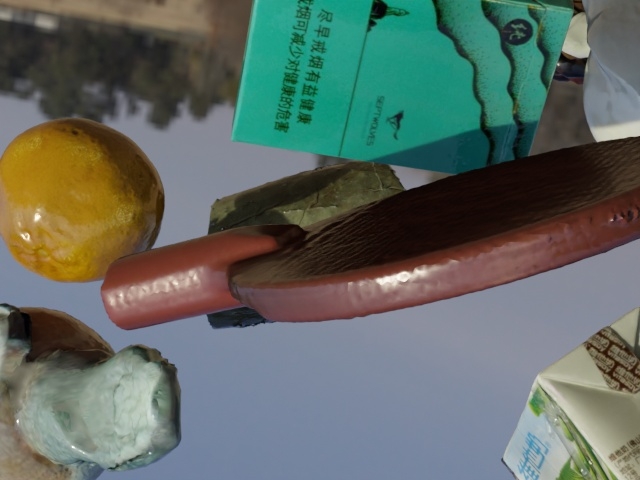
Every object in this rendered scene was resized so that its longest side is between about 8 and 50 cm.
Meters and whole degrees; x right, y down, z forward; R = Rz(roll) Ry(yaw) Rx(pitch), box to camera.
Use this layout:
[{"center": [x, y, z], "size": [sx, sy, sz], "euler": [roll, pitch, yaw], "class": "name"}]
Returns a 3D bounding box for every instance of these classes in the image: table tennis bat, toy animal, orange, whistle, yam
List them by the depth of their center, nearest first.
[{"center": [0.041, -0.002, 0.996], "size": [0.414, 0.051, 0.268], "euler": [-12, -170, 30], "class": "table tennis bat"}, {"center": [-0.212, 0.149, 1.427], "size": [0.189, 0.189, 0.348], "euler": [5, 174, -41], "class": "whistle"}, {"center": [-0.220, -0.031, 1.464], "size": [0.159, 0.159, 0.136], "euler": [13, -136, 17], "class": "orange"}, {"center": [0.309, -0.172, 1.508], "size": [0.174, 0.249, 0.289], "euler": [-11, -176, 9], "class": "toy animal"}, {"center": [0.000, 0.000, 1.683], "size": [0.254, 0.154, 0.154], "euler": [-11, -176, 8], "class": "yam"}]

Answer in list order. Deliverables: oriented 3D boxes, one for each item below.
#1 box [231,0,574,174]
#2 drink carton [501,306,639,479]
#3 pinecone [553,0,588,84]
[{"center": [0.056, -0.128, 1.206], "size": [0.226, 0.161, 0.042], "euler": [8, -140, -5], "class": "box"}, {"center": [0.312, 0.242, 1.379], "size": [0.324, 0.132, 0.194], "euler": [51, 159, 21], "class": "drink carton"}, {"center": [0.277, -0.288, 1.786], "size": [0.224, 0.224, 0.272], "euler": [9, 162, -14], "class": "pinecone"}]
